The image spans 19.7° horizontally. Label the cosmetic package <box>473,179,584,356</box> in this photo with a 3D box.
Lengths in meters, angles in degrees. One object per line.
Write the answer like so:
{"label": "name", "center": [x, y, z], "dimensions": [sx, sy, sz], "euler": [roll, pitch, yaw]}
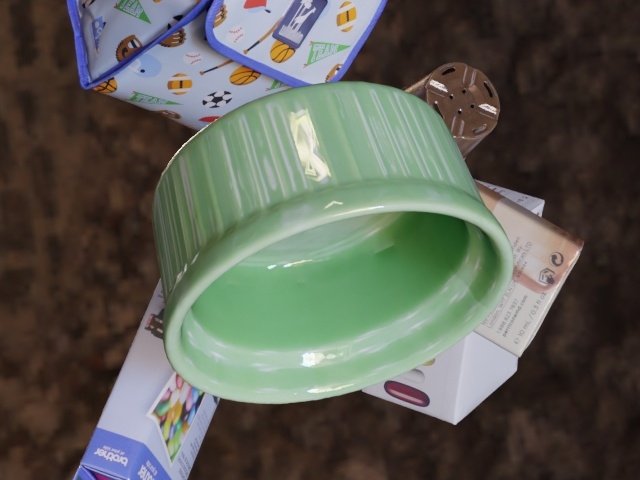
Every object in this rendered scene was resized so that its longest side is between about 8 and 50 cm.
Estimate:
{"label": "cosmetic package", "center": [0.106, -0.015, 1.845], "dimensions": [0.129, 0.296, 0.153], "euler": [-62, 175, 7]}

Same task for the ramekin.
{"label": "ramekin", "center": [0.000, 0.000, 1.572], "dimensions": [0.303, 0.303, 0.148], "euler": [107, -29, -54]}

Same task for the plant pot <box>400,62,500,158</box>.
{"label": "plant pot", "center": [0.181, -0.182, 2.803], "dimensions": [0.165, 0.167, 0.167], "euler": [-36, -117, 60]}

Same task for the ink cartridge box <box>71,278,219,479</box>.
{"label": "ink cartridge box", "center": [-0.154, 0.162, 1.826], "dimensions": [0.186, 0.065, 0.311], "euler": [74, 38, -65]}

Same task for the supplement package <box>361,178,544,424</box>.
{"label": "supplement package", "center": [0.176, 0.074, 2.443], "dimensions": [0.145, 0.204, 0.262], "euler": [17, -65, 25]}

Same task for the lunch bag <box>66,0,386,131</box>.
{"label": "lunch bag", "center": [-0.132, -0.336, 2.770], "dimensions": [0.385, 0.328, 0.239], "euler": [-29, -119, 29]}
